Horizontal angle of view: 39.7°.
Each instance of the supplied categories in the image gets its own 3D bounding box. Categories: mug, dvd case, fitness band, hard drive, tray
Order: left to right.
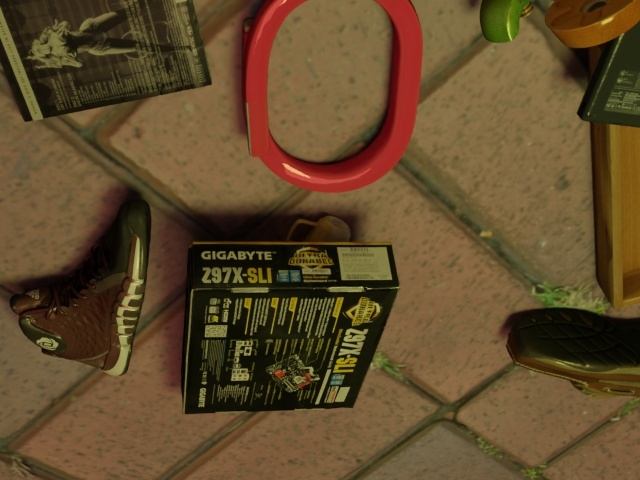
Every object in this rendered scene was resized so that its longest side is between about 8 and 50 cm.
[{"bbox_3d":[-0.244,-0.224,0.977,0.221,0.018,0.164,-12,129,-3],"label":"dvd case"},{"bbox_3d":[0.003,0.002,1.168,0.078,0.062,0.064,5,121,-46],"label":"mug"},{"bbox_3d":[0.013,-0.182,1.041,0.209,0.054,0.291,-5,128,-10],"label":"fitness band"},{"bbox_3d":[0.364,-0.196,1.022,0.094,0.022,0.135,5,126,-14],"label":"hard drive"},{"bbox_3d":[0.468,-0.103,1.173,0.203,0.076,0.411,-15,127,1],"label":"tray"}]

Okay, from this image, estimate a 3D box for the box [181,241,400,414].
[{"bbox_3d":[-0.055,0.126,1.194,0.257,0.079,0.322,-2,142,-12],"label":"box"}]

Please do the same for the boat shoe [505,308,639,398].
[{"bbox_3d":[0.435,0.192,1.361,0.324,0.122,0.120,8,128,-15],"label":"boat shoe"}]

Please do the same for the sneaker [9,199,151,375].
[{"bbox_3d":[-0.309,0.062,1.129,0.162,0.106,0.281,9,125,-14],"label":"sneaker"}]

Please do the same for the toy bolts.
[{"bbox_3d":[0.259,-0.324,0.900,0.228,0.218,0.158,-38,120,-5],"label":"toy bolts"}]
